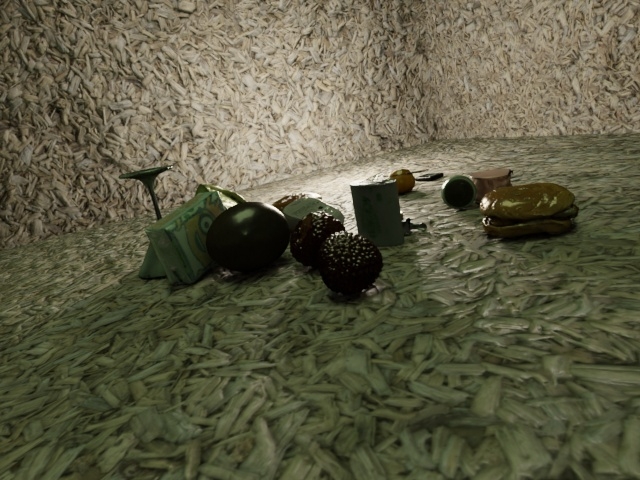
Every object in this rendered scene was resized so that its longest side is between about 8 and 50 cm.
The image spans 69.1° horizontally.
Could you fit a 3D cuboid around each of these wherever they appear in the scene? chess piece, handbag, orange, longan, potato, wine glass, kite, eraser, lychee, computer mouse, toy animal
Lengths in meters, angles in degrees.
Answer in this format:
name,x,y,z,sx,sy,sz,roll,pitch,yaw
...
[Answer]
name,x,y,z,sx,sy,sz,roll,pitch,yaw
chess piece,0.578,-0.206,1.984,0.139,0.139,0.272,-8,4,10
handbag,0.717,-0.225,1.925,0.179,0.116,0.205,-3,17,27
orange,0.413,-0.307,2.396,0.157,0.134,0.156,3,17,-1
longan,-0.253,-0.014,1.633,0.301,0.243,0.300,-3,4,0
potato,-0.399,-0.071,2.045,0.330,0.212,0.280,43,19,26
wine glass,-0.631,-0.080,1.831,0.267,0.405,0.267,-9,14,2
kite,0.251,-0.221,1.596,0.245,0.006,0.198,-11,18,1
eraser,0.198,-0.097,1.631,0.174,0.226,0.081,1,23,32
lychee,0.000,0.000,1.538,0.188,0.188,0.188,-10,16,3
computer mouse,-0.024,-0.079,1.882,0.184,0.121,0.297,-38,35,-26
toy animal,0.290,-0.053,1.750,0.105,0.070,0.202,-7,7,-40
lychee,0.081,0.061,1.273,0.188,0.188,0.188,-10,16,3

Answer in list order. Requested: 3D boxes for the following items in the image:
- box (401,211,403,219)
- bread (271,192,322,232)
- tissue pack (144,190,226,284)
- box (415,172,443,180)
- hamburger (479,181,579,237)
name,x,y,z,sx,sy,sz,roll,pitch,yaw
box,0.286,-0.091,1.895,0.106,0.037,0.105,-10,15,3
bread,-0.110,-0.129,2.120,0.228,0.142,0.253,10,23,35
tissue pack,-0.456,-0.016,1.698,0.128,0.227,0.311,-2,29,29
box,0.614,-0.361,2.630,0.126,0.026,0.125,-22,19,-35
hamburger,0.664,-0.103,1.496,0.283,0.144,0.259,-3,14,9
